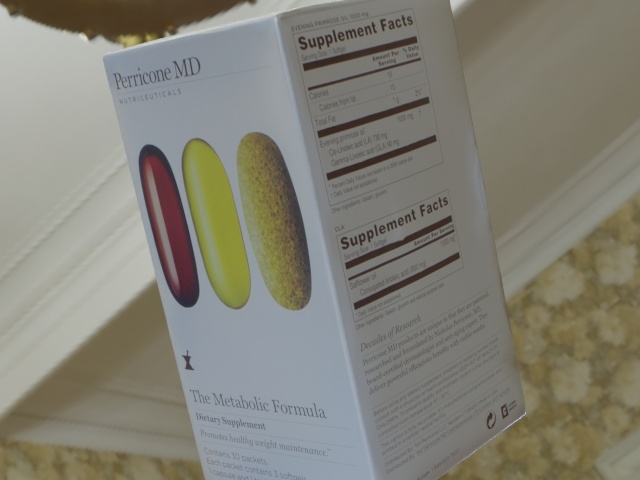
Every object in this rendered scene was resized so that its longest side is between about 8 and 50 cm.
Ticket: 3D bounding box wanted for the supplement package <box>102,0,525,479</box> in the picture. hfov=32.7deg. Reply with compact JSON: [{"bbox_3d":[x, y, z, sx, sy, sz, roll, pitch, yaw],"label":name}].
[{"bbox_3d":[0.000,0.000,0.586,0.139,0.244,0.134,-3,14,43],"label":"supplement package"}]
